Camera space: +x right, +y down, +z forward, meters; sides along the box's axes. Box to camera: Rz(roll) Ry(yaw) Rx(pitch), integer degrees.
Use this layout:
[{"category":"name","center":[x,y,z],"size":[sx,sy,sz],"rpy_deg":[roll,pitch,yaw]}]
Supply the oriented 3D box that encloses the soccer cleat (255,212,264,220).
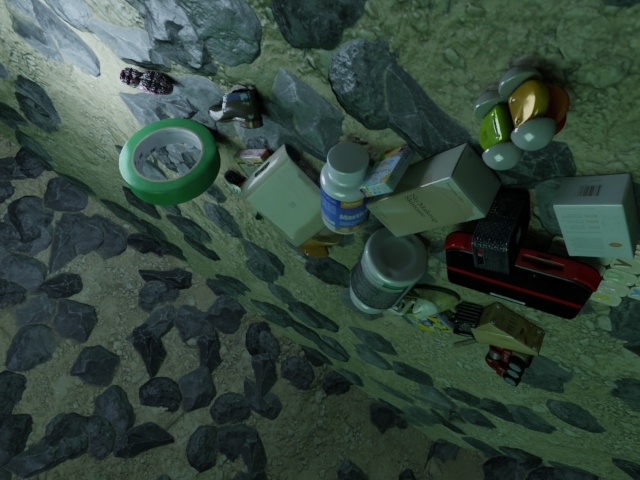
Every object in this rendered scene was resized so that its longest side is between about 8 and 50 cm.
[{"category":"soccer cleat","center":[-0.215,-0.131,1.788],"size":[0.072,0.060,0.178],"rpy_deg":[46,145,-10]}]

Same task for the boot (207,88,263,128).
[{"category":"boot","center":[-0.256,-0.403,1.364],"size":[0.219,0.082,0.106],"rpy_deg":[20,130,32]}]

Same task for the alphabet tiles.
[{"category":"alphabet tiles","center":[0.716,0.077,1.166],"size":[0.277,0.021,0.284],"rpy_deg":[20,152,25]}]

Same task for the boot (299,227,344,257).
[{"category":"boot","center":[-0.001,0.001,1.746],"size":[0.294,0.104,0.211],"rpy_deg":[18,156,36]}]

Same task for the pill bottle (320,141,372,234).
[{"category":"pill bottle","center":[0.075,-0.147,1.325],"size":[0.152,0.152,0.272],"rpy_deg":[25,153,15]}]

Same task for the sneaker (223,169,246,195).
[{"category":"sneaker","center":[-0.302,-0.206,1.763],"size":[0.161,0.057,0.075],"rpy_deg":[39,170,-17]}]

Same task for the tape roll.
[{"category":"tape roll","center":[-0.500,-0.268,1.552],"size":[0.321,0.321,0.077],"rpy_deg":[24,152,16]}]

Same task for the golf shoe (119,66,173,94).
[{"category":"golf shoe","center":[-0.548,-0.509,1.497],"size":[0.185,0.068,0.086],"rpy_deg":[20,-176,13]}]

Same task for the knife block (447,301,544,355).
[{"category":"knife block","center":[0.598,0.315,1.632],"size":[0.275,0.088,0.242],"rpy_deg":[31,155,1]}]

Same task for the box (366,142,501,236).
[{"category":"box","center":[0.279,-0.118,1.189],"size":[0.148,0.121,0.311],"rpy_deg":[42,153,-18]}]

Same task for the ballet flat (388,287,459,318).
[{"category":"ballet flat","center":[0.345,0.235,1.738],"size":[0.348,0.123,0.123],"rpy_deg":[5,143,42]}]

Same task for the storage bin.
[{"category":"storage bin","center":[0.437,-0.023,1.114],"size":[0.084,0.180,0.122],"rpy_deg":[12,148,33]}]

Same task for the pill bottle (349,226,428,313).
[{"category":"pill bottle","center":[0.214,0.118,1.577],"size":[0.204,0.204,0.361],"rpy_deg":[29,153,6]}]

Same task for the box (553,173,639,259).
[{"category":"box","center":[0.597,-0.049,0.996],"size":[0.130,0.091,0.170],"rpy_deg":[4,142,44]}]

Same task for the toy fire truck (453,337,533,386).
[{"category":"toy fire truck","center":[0.638,0.413,1.714],"size":[0.246,0.158,0.217],"rpy_deg":[30,157,31]}]

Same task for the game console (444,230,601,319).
[{"category":"game console","center":[0.542,0.101,1.300],"size":[0.386,0.060,0.342],"rpy_deg":[18,164,24]}]

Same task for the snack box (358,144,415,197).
[{"category":"snack box","center":[0.170,-0.177,1.183],"size":[0.037,0.141,0.100],"rpy_deg":[46,151,-24]}]

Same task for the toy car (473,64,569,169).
[{"category":"toy car","center":[0.389,-0.229,0.886],"size":[0.136,0.159,0.182],"rpy_deg":[0,162,-20]}]

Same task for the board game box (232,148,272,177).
[{"category":"board game box","center":[-0.194,-0.228,1.601],"size":[0.146,0.045,0.194],"rpy_deg":[8,145,40]}]

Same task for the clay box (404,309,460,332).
[{"category":"clay box","center":[0.431,0.310,1.844],"size":[0.127,0.053,0.222],"rpy_deg":[43,151,-20]}]

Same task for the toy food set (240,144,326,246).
[{"category":"toy food set","center":[-0.087,-0.140,1.532],"size":[0.219,0.092,0.306],"rpy_deg":[-36,112,27]}]

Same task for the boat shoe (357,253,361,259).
[{"category":"boat shoe","center":[0.165,0.099,1.781],"size":[0.049,0.043,0.137],"rpy_deg":[20,153,19]}]
